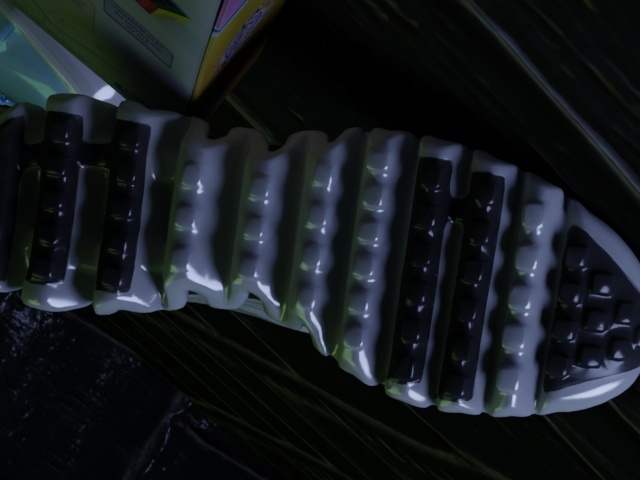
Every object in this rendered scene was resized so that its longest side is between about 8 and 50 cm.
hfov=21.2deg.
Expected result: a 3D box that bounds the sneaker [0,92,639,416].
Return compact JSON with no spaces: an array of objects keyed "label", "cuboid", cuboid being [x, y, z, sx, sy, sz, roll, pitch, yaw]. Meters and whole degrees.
[{"label":"sneaker","cuboid":[0.000,0.000,0.741,0.292,0.110,0.118,15,-177,8]}]

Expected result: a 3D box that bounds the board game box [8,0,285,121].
[{"label":"board game box","cuboid":[-0.114,-0.163,0.658,0.242,0.064,0.316,40,169,-2]}]

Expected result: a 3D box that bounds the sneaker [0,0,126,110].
[{"label":"sneaker","cuboid":[-0.270,-0.138,1.046,0.366,0.150,0.135,35,169,23]}]
